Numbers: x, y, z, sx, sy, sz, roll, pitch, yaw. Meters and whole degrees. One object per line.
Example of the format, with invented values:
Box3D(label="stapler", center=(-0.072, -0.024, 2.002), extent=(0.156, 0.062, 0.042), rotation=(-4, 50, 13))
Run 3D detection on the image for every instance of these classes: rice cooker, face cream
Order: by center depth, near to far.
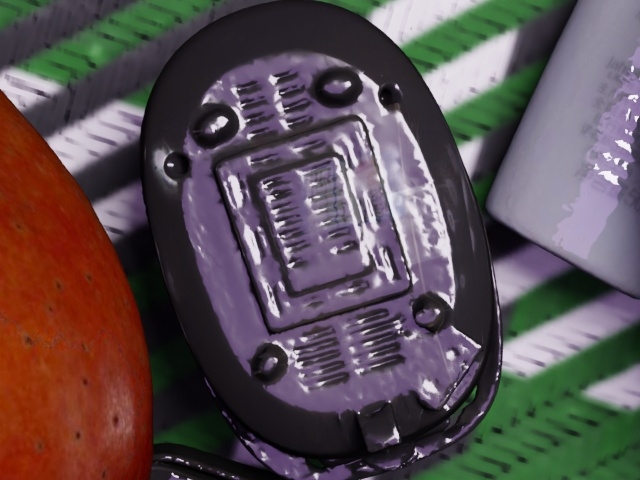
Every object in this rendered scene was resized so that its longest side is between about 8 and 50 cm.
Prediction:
Box3D(label="rice cooker", center=(0.000, 0.000, 0.523), extent=(0.112, 0.106, 0.165), rotation=(-19, 84, 0))
Box3D(label="face cream", center=(0.133, -0.080, 0.534), extent=(0.084, 0.057, 0.198), rotation=(30, 94, -4))

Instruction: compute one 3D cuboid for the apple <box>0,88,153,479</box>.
Box3D(label="apple", center=(-0.174, 0.044, 0.478), extent=(0.234, 0.234, 0.234), rotation=(0, 96, 2))

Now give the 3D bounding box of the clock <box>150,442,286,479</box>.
Box3D(label="clock", center=(0.007, 0.241, 0.575), extent=(0.273, 0.049, 0.279), rotation=(17, 97, -1))
